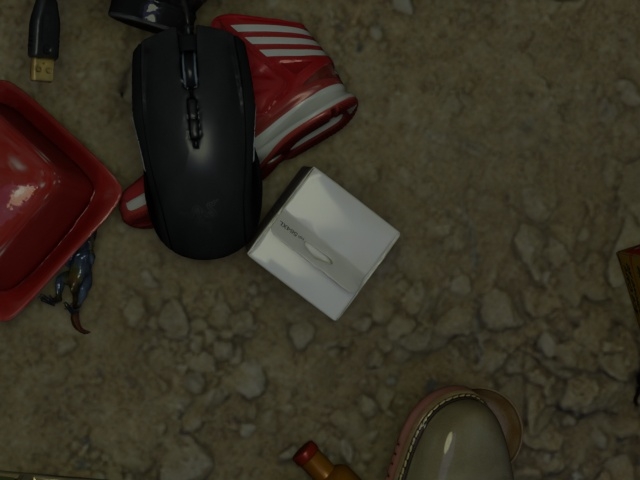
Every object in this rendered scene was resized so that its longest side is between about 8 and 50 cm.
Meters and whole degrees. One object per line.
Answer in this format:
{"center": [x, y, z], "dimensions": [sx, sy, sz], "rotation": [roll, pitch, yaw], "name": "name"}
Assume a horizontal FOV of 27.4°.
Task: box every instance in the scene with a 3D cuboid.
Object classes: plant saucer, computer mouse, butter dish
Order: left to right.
{"center": [-0.272, -0.041, 1.058], "dimensions": [0.160, 0.118, 0.160], "rotation": [42, 88, 12], "name": "butter dish"}
{"center": [-0.135, -0.109, 1.018], "dimensions": [0.184, 0.060, 0.262], "rotation": [0, 101, -4], "name": "computer mouse"}
{"center": [0.138, 0.170, 1.168], "dimensions": [0.083, 0.015, 0.083], "rotation": [0, 94, -5], "name": "plant saucer"}

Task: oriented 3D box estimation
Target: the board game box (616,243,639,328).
{"center": [0.496, 0.131, 1.025], "dimensions": [0.356, 0.356, 0.357], "rotation": [-18, 95, -4], "name": "board game box"}

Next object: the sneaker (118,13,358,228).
{"center": [-0.090, -0.108, 1.116], "dimensions": [0.221, 0.087, 0.128], "rotation": [-28, 76, 0], "name": "sneaker"}

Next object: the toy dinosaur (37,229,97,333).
{"center": [-0.211, 0.021, 1.127], "dimensions": [0.047, 0.090, 0.082], "rotation": [14, 58, 12], "name": "toy dinosaur"}

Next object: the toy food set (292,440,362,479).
{"center": [-0.047, 0.287, 1.112], "dimensions": [0.232, 0.111, 0.104], "rotation": [-44, 94, -3], "name": "toy food set"}

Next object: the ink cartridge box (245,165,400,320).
{"center": [0.000, 0.000, 1.082], "dimensions": [0.092, 0.143, 0.090], "rotation": [36, 90, -6], "name": "ink cartridge box"}

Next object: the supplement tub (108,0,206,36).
{"center": [-0.115, -0.269, 1.078], "dimensions": [0.106, 0.106, 0.198], "rotation": [16, 93, -5], "name": "supplement tub"}

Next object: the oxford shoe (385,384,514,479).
{"center": [0.144, 0.319, 1.091], "dimensions": [0.140, 0.146, 0.397], "rotation": [-12, 101, -32], "name": "oxford shoe"}

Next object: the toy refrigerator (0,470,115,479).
{"center": [-0.286, 0.239, 1.094], "dimensions": [0.269, 0.102, 0.094], "rotation": [6, 92, -4], "name": "toy refrigerator"}
